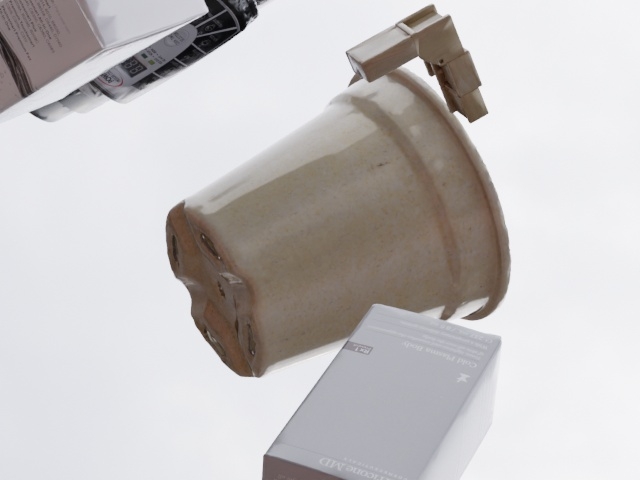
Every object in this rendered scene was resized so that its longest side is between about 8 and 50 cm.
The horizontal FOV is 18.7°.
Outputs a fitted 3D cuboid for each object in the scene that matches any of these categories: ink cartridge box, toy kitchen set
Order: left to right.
[{"bbox_3d":[-0.220,-0.177,1.660,0.203,0.148,0.086,-24,-87,40],"label":"ink cartridge box"},{"bbox_3d":[0.064,-0.119,1.389,0.083,0.075,0.068,65,-10,-29],"label":"toy kitchen set"}]

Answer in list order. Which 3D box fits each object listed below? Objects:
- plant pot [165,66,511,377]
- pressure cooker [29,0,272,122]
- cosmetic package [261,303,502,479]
[{"bbox_3d":[0.000,0.000,2.257,0.334,0.305,0.333,48,-27,36],"label":"plant pot"},{"bbox_3d":[-0.258,-0.328,2.019,0.369,0.420,0.375,58,8,-14],"label":"pressure cooker"},{"bbox_3d":[0.052,0.163,1.596,0.127,0.238,0.107,15,-57,16],"label":"cosmetic package"}]
